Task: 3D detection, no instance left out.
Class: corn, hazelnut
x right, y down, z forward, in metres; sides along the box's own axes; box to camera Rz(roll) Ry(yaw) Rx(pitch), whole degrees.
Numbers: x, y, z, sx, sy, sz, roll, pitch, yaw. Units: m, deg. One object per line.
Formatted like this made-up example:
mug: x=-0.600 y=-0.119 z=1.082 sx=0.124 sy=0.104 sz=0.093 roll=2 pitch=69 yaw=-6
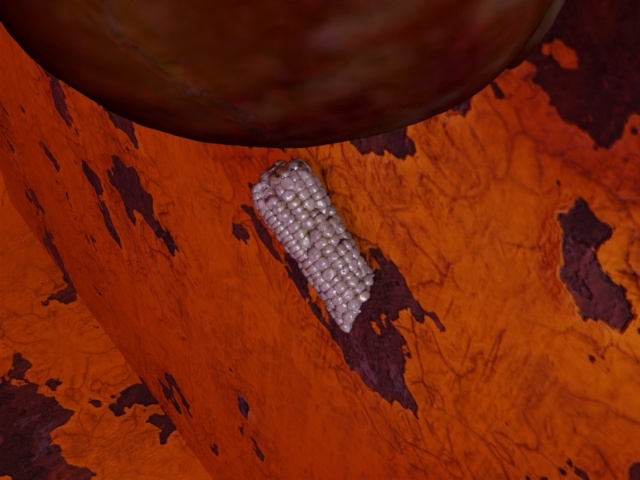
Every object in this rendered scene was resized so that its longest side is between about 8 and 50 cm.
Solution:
corn: x=0.000 y=0.000 z=1.022 sx=0.211 sy=0.087 sz=0.087 roll=54 pitch=155 yaw=0
hazelnut: x=-0.033 y=-0.268 z=0.485 sx=0.402 sy=0.402 sz=0.429 roll=33 pitch=143 yaw=44
